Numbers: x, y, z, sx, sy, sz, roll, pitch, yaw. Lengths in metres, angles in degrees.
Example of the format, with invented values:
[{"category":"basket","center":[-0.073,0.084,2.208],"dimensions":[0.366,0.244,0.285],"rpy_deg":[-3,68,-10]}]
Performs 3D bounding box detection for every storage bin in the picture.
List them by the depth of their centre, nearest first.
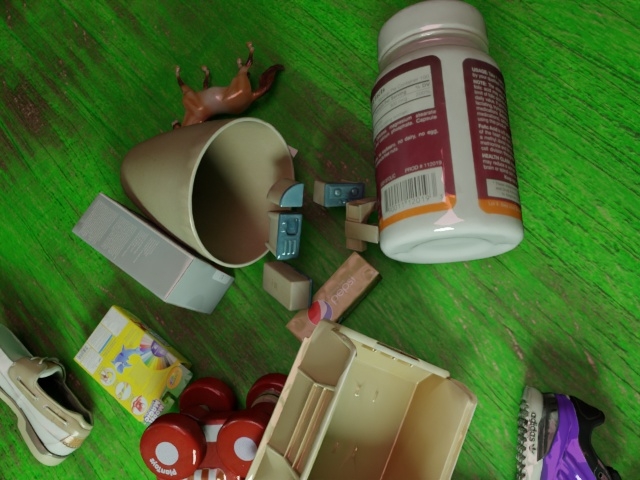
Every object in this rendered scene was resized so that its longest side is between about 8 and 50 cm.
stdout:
[{"category":"storage bin","center":[0.069,0.281,0.750],"dimensions":[0.123,0.262,0.260],"rpy_deg":[11,75,57]}]

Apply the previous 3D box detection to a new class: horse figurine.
[{"category":"horse figurine","center":[-0.205,-0.309,1.077],"dimensions":[0.264,0.066,0.174],"rpy_deg":[-11,68,13]}]

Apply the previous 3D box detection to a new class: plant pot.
[{"category":"plant pot","center":[-0.232,-0.103,0.956],"dimensions":[0.274,0.256,0.256],"rpy_deg":[13,79,34]}]

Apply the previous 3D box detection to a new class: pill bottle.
[{"category":"pill bottle","center":[0.198,-0.173,0.863],"dimensions":[0.224,0.224,0.391],"rpy_deg":[-5,75,12]}]

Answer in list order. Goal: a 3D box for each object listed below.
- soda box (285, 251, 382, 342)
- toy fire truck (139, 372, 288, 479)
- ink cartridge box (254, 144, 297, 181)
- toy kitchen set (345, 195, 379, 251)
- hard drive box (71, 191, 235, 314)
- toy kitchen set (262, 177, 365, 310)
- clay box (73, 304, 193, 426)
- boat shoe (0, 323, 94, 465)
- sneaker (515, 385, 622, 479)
[{"category":"soda box","center":[0.026,0.108,0.918],"dimensions":[0.061,0.058,0.181],"rpy_deg":[43,89,19]},{"category":"toy fire truck","center":[-0.136,0.371,0.852],"dimensions":[0.303,0.169,0.253],"rpy_deg":[-6,99,12]},{"category":"ink cartridge box","center":[-0.087,-0.158,1.028],"dimensions":[0.048,0.028,0.083],"rpy_deg":[28,83,18]},{"category":"toy kitchen set","center":[0.093,-0.028,0.911],"dimensions":[0.068,0.075,0.083],"rpy_deg":[13,112,39]},{"category":"hard drive box","center":[-0.298,0.029,0.951],"dimensions":[0.232,0.181,0.089],"rpy_deg":[32,84,18]},{"category":"toy kitchen set","center":[0.000,0.000,0.922],"dimensions":[0.166,0.122,0.207],"rpy_deg":[-3,107,-28]},{"category":"clay box","center":[-0.341,0.235,0.973],"dimensions":[0.222,0.053,0.127],"rpy_deg":[33,85,20]},{"category":"boat shoe","center":[-0.540,0.269,0.989],"dimensions":[0.103,0.113,0.302],"rpy_deg":[-40,81,0]},{"category":"sneaker","center":[0.358,0.370,0.749],"dimensions":[0.146,0.102,0.293],"rpy_deg":[6,78,14]}]
